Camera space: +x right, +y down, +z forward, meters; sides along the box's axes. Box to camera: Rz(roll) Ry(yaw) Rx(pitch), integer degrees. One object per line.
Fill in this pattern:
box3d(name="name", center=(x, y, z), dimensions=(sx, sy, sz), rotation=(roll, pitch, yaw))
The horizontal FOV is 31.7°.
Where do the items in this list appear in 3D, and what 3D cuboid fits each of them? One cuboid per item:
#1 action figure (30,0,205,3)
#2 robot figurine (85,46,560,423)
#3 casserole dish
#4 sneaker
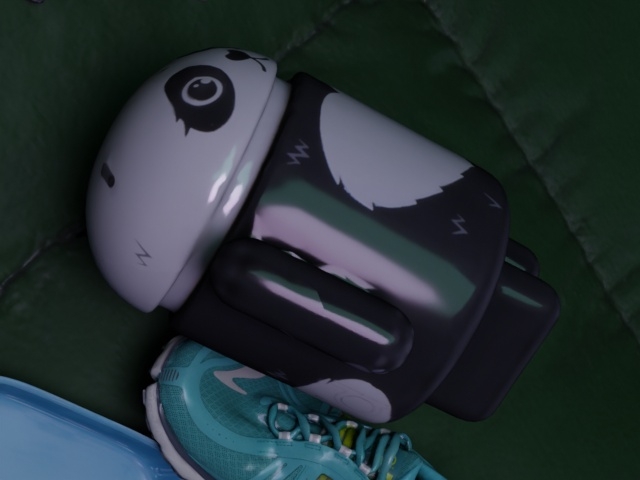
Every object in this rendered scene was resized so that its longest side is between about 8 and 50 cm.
box3d(name="action figure", center=(-0.150, -0.329, 0.669), dimensions=(0.341, 0.178, 0.330), rotation=(19, 71, 1))
box3d(name="robot figurine", center=(0.001, -0.001, 0.668), dimensions=(0.278, 0.209, 0.173), rotation=(27, 69, -11))
box3d(name="casserole dish", center=(-0.168, 0.153, 0.675), dimensions=(0.188, 0.037, 0.114), rotation=(30, 73, -27))
box3d(name="sneaker", center=(0.009, 0.139, 0.730), dimensions=(0.275, 0.110, 0.107), rotation=(36, 54, -27))
